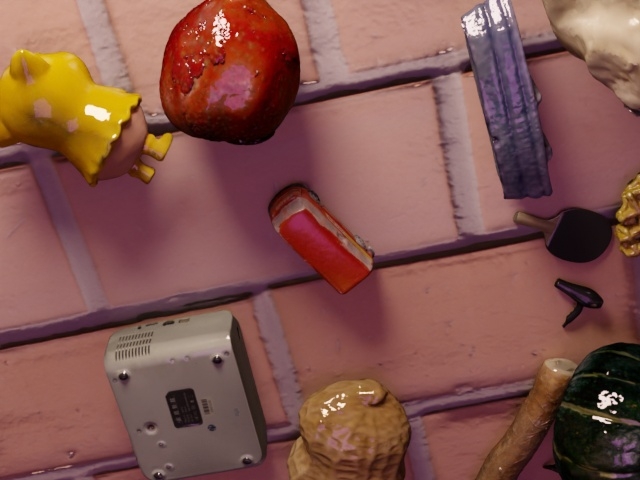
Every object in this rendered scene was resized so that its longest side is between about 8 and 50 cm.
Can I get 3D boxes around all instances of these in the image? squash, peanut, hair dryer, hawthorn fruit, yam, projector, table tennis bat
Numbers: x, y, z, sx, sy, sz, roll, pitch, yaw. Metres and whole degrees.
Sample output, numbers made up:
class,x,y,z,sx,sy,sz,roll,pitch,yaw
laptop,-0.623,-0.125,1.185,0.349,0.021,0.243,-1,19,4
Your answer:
class,x,y,z,sx,sy,sz,roll,pitch,yaw
squash,0.460,0.283,1.418,0.165,0.252,0.252,17,126,38
peanut,0.050,0.329,1.494,0.197,0.110,0.233,7,119,-6
hair dryer,0.386,0.102,1.439,0.079,0.031,0.083,24,122,-3
hawthorn fruit,-0.117,-0.237,1.167,0.181,0.181,0.235,1,107,-3
yam,0.335,0.316,1.525,0.066,0.066,0.299,19,115,-12
projector,-0.205,0.246,1.440,0.198,0.108,0.250,-10,118,4
table tennis bat,0.360,-0.014,1.383,0.157,0.013,0.087,17,116,-12

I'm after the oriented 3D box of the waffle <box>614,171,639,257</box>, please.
class,x,y,z,sx,sy,sz,roll,pitch,yaw
waffle,0.524,-0.045,1.353,0.194,0.051,0.148,0,118,-8

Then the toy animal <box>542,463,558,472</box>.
class,x,y,z,sx,sy,sz,roll,pitch,yaw
toy animal,0.474,0.434,1.561,0.197,0.272,0.160,5,145,36

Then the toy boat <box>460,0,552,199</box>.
class,x,y,z,sx,sy,sz,roll,pitch,yaw
toy boat,0.249,-0.188,1.226,0.078,0.127,0.282,-14,119,12

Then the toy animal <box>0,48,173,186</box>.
class,x,y,z,sx,sy,sz,roll,pitch,yaw
toy animal,-0.312,-0.151,1.215,0.230,0.156,0.156,24,114,-17

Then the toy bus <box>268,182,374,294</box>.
class,x,y,z,sx,sy,sz,roll,pitch,yaw
toy bus,0.000,0.000,1.339,0.079,0.077,0.174,-39,113,16

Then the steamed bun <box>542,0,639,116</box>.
class,x,y,z,sx,sy,sz,roll,pitch,yaw
steamed bun,0.363,-0.345,1.089,0.347,0.237,0.393,13,89,-36
